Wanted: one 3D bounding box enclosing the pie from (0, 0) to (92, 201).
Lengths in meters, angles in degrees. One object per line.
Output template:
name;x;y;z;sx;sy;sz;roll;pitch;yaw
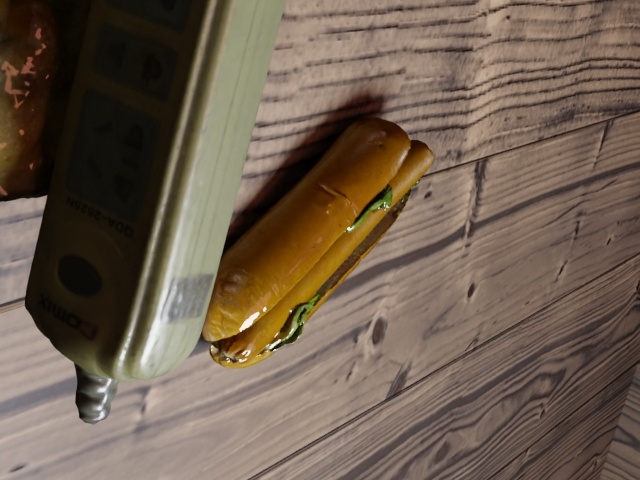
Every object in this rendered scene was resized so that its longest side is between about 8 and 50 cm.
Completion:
pie;-0.143;-0.136;0.596;0.274;0.055;0.274;-40;143;-40

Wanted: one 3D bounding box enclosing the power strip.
power strip;-0.075;-0.086;0.596;0.066;0.092;0.388;-8;118;-55

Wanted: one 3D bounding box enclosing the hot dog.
hot dog;0.000;0.000;0.932;0.249;0.068;0.100;-48;148;-29
